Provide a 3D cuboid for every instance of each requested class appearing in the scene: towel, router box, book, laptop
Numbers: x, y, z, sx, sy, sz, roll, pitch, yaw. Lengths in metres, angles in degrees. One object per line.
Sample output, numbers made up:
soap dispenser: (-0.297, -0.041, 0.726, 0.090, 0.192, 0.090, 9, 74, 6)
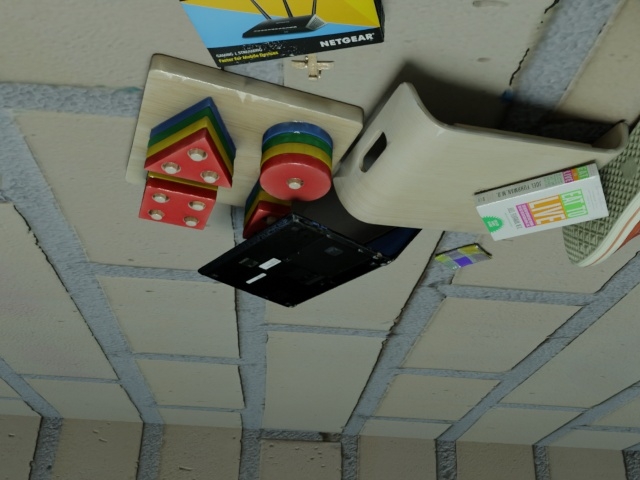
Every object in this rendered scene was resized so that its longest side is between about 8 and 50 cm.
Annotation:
towel: (0.241, 0.028, 1.197, 0.083, 0.009, 0.060, -17, 147, 32)
router box: (-0.039, -0.235, 0.676, 0.179, 0.046, 0.133, -5, 151, 15)
book: (0.273, -0.047, 0.880, 0.144, 0.035, 0.096, -15, 150, 21)
laptop: (0.000, 0.000, 1.039, 0.264, 0.136, 0.234, 24, 145, -31)

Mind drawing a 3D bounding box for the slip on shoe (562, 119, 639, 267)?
slip on shoe: (0.409, -0.062, 0.904, 0.101, 0.123, 0.331, 4, 148, -12)

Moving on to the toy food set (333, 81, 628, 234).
toy food set: (0.195, -0.100, 0.892, 0.306, 0.092, 0.219, 4, 153, -21)

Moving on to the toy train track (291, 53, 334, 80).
toy train track: (-0.009, -0.200, 0.777, 0.048, 0.014, 0.083, 1, 152, 2)

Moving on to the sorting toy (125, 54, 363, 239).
sorting toy: (-0.111, -0.092, 0.911, 0.257, 0.089, 0.255, 12, 151, -16)
